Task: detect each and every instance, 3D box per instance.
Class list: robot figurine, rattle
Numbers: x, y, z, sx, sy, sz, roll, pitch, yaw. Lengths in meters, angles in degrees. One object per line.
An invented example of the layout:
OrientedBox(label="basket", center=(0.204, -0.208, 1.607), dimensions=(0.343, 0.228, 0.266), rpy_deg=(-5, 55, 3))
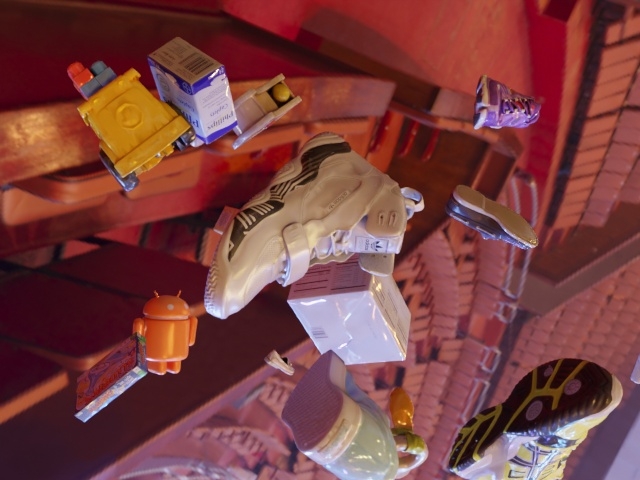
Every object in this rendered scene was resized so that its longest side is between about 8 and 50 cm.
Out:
OrientedBox(label="robot figurine", center=(-0.412, 0.241, 1.940), dimensions=(0.128, 0.158, 0.219), rpy_deg=(175, -82, -85))
OrientedBox(label="rattle", center=(0.140, 0.427, 1.524), dimensions=(0.130, 0.143, 0.200), rpy_deg=(-17, 142, -18))

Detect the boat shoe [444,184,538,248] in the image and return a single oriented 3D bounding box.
OrientedBox(label="boat shoe", center=(0.350, -0.037, 1.509), dimensions=(0.065, 0.206, 0.075), rpy_deg=(-56, -175, 41))

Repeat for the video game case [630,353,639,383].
OrientedBox(label="video game case", center=(0.708, 0.185, 1.446), dimensions=(0.212, 0.023, 0.193), rpy_deg=(2, 109, -37))

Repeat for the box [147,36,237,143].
OrientedBox(label="box", center=(-0.219, -0.257, 1.261), dimensions=(0.072, 0.126, 0.137), rpy_deg=(-40, 148, -22))

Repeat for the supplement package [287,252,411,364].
OrientedBox(label="supplement package", center=(0.074, 0.158, 1.731), dimensions=(0.145, 0.204, 0.262), rpy_deg=(-75, 147, -42))

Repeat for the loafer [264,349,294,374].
OrientedBox(label="loafer", center=(-0.102, 0.330, 1.982), dimensions=(0.039, 0.045, 0.125), rpy_deg=(-54, 140, -2))

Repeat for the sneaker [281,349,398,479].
OrientedBox(label="sneaker", center=(0.035, 0.287, 1.139), dimensions=(0.135, 0.150, 0.366), rpy_deg=(-48, -172, 4))

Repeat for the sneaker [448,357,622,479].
OrientedBox(label="sneaker", center=(0.392, 0.335, 1.290), dimensions=(0.385, 0.147, 0.145), rpy_deg=(-49, -171, 46))

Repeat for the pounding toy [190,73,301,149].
OrientedBox(label="pounding toy", center=(-0.167, -0.302, 1.581), dimensions=(0.154, 0.155, 0.269), rpy_deg=(-30, -170, 47))

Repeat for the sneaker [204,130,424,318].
OrientedBox(label="sneaker", center=(0.000, 0.000, 1.081), dimensions=(0.366, 0.210, 0.137), rpy_deg=(-52, 163, -32))

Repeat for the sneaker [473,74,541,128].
OrientedBox(label="sneaker", center=(0.243, -0.176, 0.944), dimensions=(0.170, 0.071, 0.068), rpy_deg=(-15, 112, -60))

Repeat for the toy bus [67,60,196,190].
OrientedBox(label="toy bus", center=(-0.332, -0.204, 1.222), dimensions=(0.149, 0.211, 0.220), rpy_deg=(-41, -171, -11))

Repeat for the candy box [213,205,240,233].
OrientedBox(label="candy box", center=(-0.159, -0.009, 2.037), dimensions=(0.088, 0.183, 0.316), rpy_deg=(-64, -154, -4))

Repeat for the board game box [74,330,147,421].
OrientedBox(label="board game box", center=(-0.502, 0.325, 1.756), dimensions=(0.201, 0.136, 0.035), rpy_deg=(-38, 122, 8))
